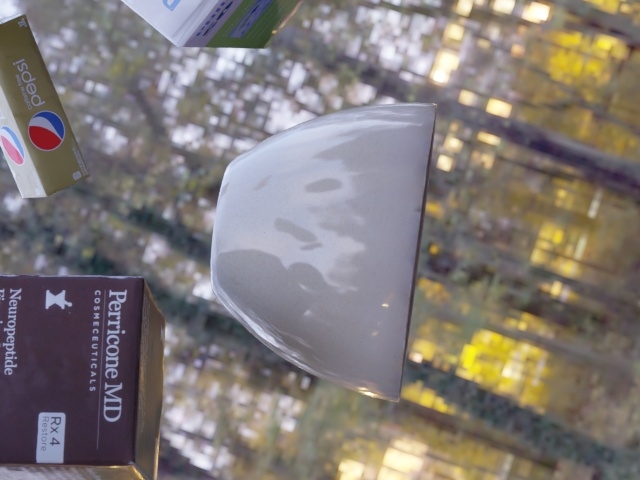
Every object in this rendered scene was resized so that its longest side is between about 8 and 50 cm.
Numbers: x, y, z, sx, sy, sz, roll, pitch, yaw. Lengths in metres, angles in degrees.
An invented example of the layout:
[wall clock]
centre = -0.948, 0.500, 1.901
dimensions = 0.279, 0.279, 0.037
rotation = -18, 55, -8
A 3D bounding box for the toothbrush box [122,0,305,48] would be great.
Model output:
[toothbrush box]
centre = -0.098, -0.225, 0.977
dimensions = 0.122, 0.206, 0.283
rotation = -50, -2, 11

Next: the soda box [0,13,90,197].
[soda box]
centre = -0.304, -0.137, 1.629
dimensions = 0.058, 0.061, 0.181
rotation = -30, -73, -31

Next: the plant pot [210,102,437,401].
[plant pot]
centre = 0.000, 0.000, 1.512
dimensions = 0.284, 0.191, 0.284
rotation = 7, -90, -86

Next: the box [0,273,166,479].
[box]
centre = -0.250, 0.129, 1.415
dimensions = 0.167, 0.203, 0.168
rotation = 85, -174, -73
